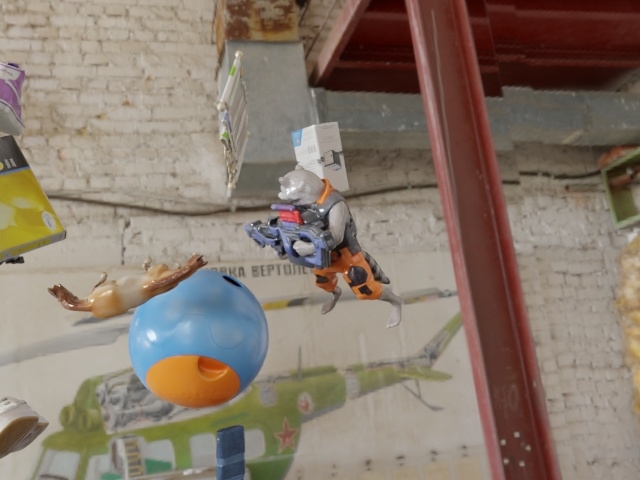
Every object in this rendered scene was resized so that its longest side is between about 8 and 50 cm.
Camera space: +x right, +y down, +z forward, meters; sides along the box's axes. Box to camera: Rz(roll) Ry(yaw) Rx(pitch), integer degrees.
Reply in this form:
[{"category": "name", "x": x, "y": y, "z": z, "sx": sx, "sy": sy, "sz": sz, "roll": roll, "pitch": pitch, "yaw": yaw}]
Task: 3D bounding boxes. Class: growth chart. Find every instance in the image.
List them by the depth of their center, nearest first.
[{"category": "growth chart", "x": -0.168, "y": -0.225, "z": 1.222, "sx": 0.021, "sy": 0.172, "sz": 0.237, "roll": 9, "pitch": -35, "yaw": 5}]

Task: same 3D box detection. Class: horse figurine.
[{"category": "horse figurine", "x": -0.332, "y": 0.078, "z": 1.079, "sx": 0.263, "sy": 0.066, "sz": 0.174, "roll": -19, "pitch": 16, "yaw": -17}]

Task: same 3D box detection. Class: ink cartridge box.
[{"category": "ink cartridge box", "x": -0.804, "y": -0.083, "z": 1.430, "sx": 0.307, "sy": 0.304, "sz": 0.072, "roll": -24, "pitch": -15, "yaw": -38}, {"category": "ink cartridge box", "x": -0.002, "y": -0.219, "z": 1.713, "sx": 0.082, "sy": 0.191, "sz": 0.139, "roll": -15, "pitch": 7, "yaw": -28}]

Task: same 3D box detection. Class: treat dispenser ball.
[{"category": "treat dispenser ball", "x": -0.252, "y": 0.203, "z": 1.293, "sx": 0.288, "sy": 0.288, "sz": 0.288, "roll": -6, "pitch": -13, "yaw": -1}]

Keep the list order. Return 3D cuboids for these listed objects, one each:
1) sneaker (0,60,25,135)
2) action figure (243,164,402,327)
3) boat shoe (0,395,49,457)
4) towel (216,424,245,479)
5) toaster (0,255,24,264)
[{"category": "sneaker", "x": -0.830, "y": -0.382, "z": 1.661, "sx": 0.102, "sy": 0.161, "sz": 0.282, "roll": 17, "pitch": -14, "yaw": -21}, {"category": "action figure", "x": 0.000, "y": 0.000, "z": 1.214, "sx": 0.178, "sy": 0.330, "sz": 0.341, "roll": -37, "pitch": 29, "yaw": -21}, {"category": "boat shoe", "x": -0.587, "y": 0.339, "z": 1.154, "sx": 0.098, "sy": 0.096, "sz": 0.277, "roll": -45, "pitch": -1, "yaw": -24}, {"category": "towel", "x": -0.190, "y": 0.451, "z": 1.303, "sx": 0.067, "sy": 0.120, "sz": 0.029, "roll": 0, "pitch": 1, "yaw": -41}, {"category": "toaster", "x": -0.888, "y": -0.002, "z": 1.614, "sx": 0.226, "sy": 0.147, "sz": 0.129, "roll": -5, "pitch": 3, "yaw": 11}]
